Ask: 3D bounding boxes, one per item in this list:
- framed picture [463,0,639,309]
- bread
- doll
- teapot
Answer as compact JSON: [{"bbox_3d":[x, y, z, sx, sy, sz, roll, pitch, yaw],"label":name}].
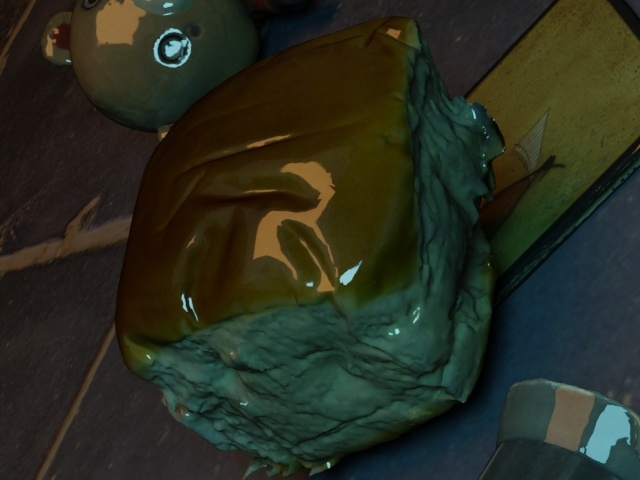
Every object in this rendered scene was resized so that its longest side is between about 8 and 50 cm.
[{"bbox_3d":[0.119,-0.038,1.397,0.339,0.014,0.255,-46,26,15],"label":"framed picture"},{"bbox_3d":[0.000,0.000,1.273,0.279,0.225,0.250,-23,39,41],"label":"bread"},{"bbox_3d":[-0.116,-0.253,1.891,0.330,0.235,0.174,-49,-19,-10],"label":"doll"},{"bbox_3d":[0.099,0.202,0.981,0.225,0.171,0.203,-56,-6,-22],"label":"teapot"}]
